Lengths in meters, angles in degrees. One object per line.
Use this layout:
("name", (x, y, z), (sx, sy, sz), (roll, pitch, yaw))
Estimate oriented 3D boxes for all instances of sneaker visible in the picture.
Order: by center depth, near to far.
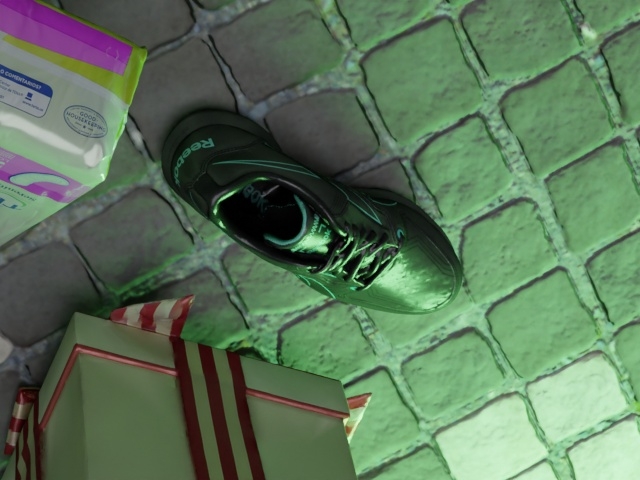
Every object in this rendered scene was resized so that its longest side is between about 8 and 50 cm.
("sneaker", (0.000, 0.000, 1.345), (0.267, 0.106, 0.101), (26, 106, -26))

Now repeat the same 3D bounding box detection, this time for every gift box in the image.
("gift box", (-0.096, 0.204, 1.330), (0.255, 0.258, 0.276), (21, 117, -22))

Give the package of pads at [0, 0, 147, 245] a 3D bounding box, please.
("package of pads", (-0.264, -0.086, 1.144), (0.229, 0.296, 0.101), (24, 67, -24))
